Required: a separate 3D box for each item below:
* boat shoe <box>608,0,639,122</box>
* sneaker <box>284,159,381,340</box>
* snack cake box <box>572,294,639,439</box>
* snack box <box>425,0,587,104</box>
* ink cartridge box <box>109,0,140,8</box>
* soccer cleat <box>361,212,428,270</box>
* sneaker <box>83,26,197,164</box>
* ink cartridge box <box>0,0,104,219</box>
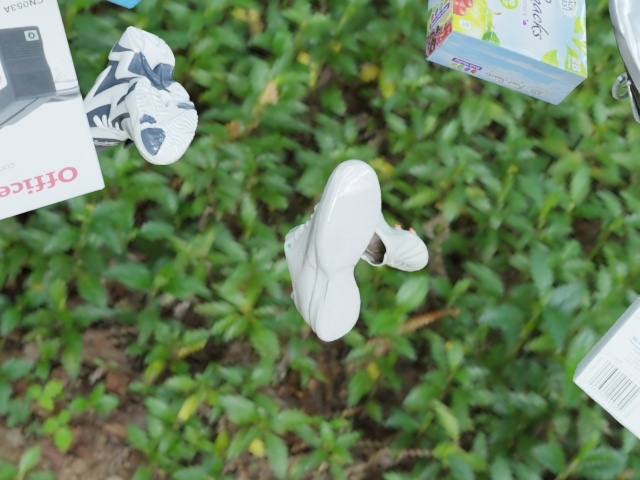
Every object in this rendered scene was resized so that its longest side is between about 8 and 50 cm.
[{"bbox_3d":[0.346,-0.162,1.316,0.113,0.105,0.306,-26,98,-8],"label":"boat shoe"},{"bbox_3d":[0.000,0.000,1.417,0.080,0.212,0.094,-15,40,-36],"label":"sneaker"},{"bbox_3d":[0.346,0.136,1.050,0.264,0.152,0.089,42,9,9],"label":"snack cake box"},{"bbox_3d":[0.214,-0.277,1.540,0.174,0.070,0.207,17,59,-18],"label":"snack box"},{"bbox_3d":[-0.169,-0.292,0.925,0.168,0.171,0.232,58,18,13],"label":"ink cartridge box"},{"bbox_3d":[0.083,0.008,1.763,0.196,0.068,0.076,39,39,-51],"label":"soccer cleat"},{"bbox_3d":[-0.237,-0.140,1.663,0.094,0.153,0.235,15,37,-38],"label":"sneaker"},{"bbox_3d":[-0.361,-0.172,1.335,0.223,0.307,0.129,-18,38,-12],"label":"ink cartridge box"}]
